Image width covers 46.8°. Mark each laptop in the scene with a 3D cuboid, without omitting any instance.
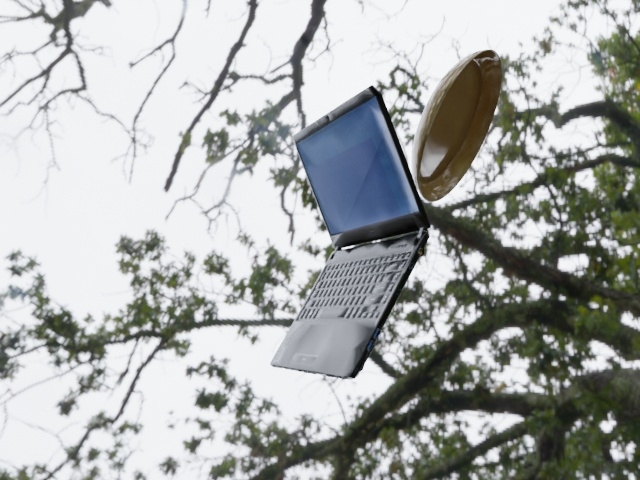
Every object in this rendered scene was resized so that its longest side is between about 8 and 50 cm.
[{"bbox_3d":[0.000,0.000,0.816,0.137,0.264,0.234,35,-17,-16],"label":"laptop"}]

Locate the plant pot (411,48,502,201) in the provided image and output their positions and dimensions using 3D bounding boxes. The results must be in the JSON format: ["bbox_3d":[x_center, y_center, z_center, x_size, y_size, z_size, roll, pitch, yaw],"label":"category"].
[{"bbox_3d":[0.197,-0.171,1.091,0.032,0.236,0.236,29,-46,26],"label":"plant pot"}]
